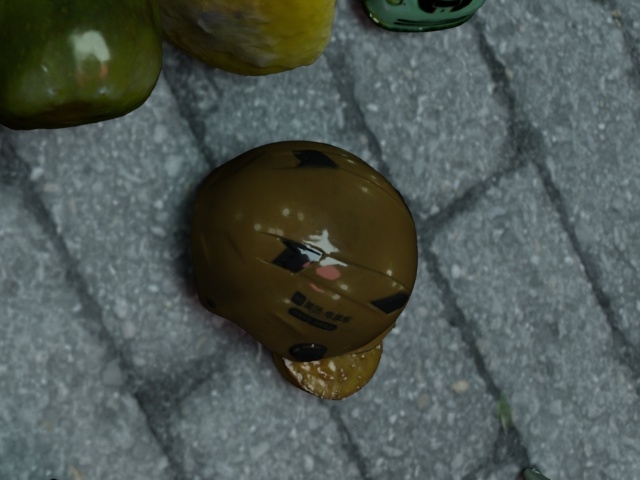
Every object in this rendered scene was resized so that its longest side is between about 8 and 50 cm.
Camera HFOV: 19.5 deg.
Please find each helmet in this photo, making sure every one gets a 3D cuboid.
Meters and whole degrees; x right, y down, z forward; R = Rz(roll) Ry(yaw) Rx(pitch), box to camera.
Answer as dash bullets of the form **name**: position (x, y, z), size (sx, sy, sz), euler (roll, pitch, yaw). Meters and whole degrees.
- **helmet**: position (0.000, 0.000, 1.643), size (0.224, 0.130, 0.198), euler (20, 66, -19)

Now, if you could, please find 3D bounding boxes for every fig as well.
- **fig**: position (-0.216, -0.187, 1.558), size (0.167, 0.167, 0.233), euler (20, 41, -27)

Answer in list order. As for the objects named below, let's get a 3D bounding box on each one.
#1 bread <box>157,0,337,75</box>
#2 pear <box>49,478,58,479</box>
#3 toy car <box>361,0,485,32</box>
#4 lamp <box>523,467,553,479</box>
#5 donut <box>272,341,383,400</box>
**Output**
- **bread**: position (-0.065, -0.248, 1.621), size (0.197, 0.197, 0.170), euler (35, 60, -24)
- **pear**: position (-0.231, 0.281, 1.451), size (0.238, 0.255, 0.164), euler (-5, 88, -35)
- **toy car**: position (0.096, -0.351, 1.749), size (0.136, 0.125, 0.306), euler (-7, 92, -30)
- **lamp**: position (0.185, 0.321, 1.818), size (0.050, 0.056, 0.198), euler (30, 84, -26)
- **donut**: position (0.004, 0.099, 1.714), size (0.108, 0.043, 0.097), euler (-17, 93, -29)
